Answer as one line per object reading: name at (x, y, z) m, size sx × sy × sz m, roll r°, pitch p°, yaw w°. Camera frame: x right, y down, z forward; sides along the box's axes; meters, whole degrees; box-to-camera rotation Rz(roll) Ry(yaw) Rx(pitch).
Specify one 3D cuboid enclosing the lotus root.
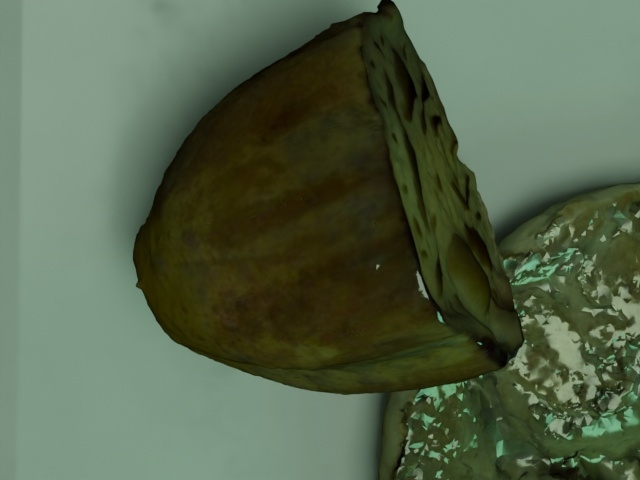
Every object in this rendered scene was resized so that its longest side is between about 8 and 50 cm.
lotus root at (0.000, -0.001, 0.641) m, size 0.179 × 0.188 × 0.199 m, roll -22°, pitch 155°, yaw 21°

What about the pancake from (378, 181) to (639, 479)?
pancake at (0.218, 0.139, 0.778) m, size 0.386 × 0.082 × 0.387 m, roll -3°, pitch 107°, yaw -11°
